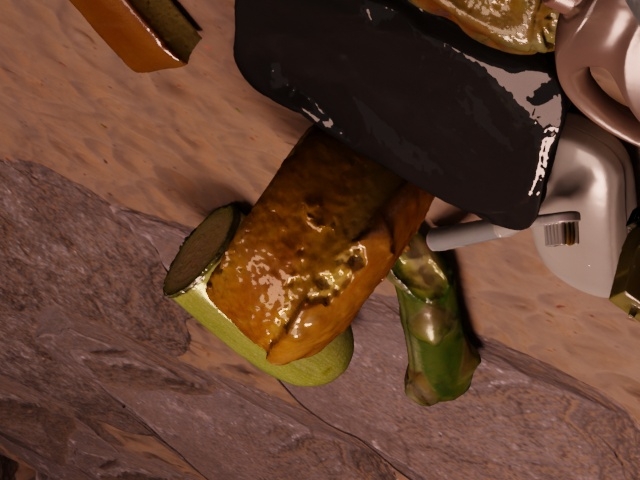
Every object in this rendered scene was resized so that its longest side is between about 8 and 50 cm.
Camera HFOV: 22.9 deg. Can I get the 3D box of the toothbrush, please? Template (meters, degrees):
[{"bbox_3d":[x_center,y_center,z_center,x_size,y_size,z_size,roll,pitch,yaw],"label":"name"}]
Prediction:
[{"bbox_3d":[0.159,-0.007,1.431,0.025,0.030,0.342,-3,180,-15],"label":"toothbrush"}]

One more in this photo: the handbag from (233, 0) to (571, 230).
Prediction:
[{"bbox_3d":[0.054,-0.143,1.300,0.332,0.075,0.191,32,147,19],"label":"handbag"}]

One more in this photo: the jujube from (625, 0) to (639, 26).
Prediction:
[{"bbox_3d":[0.267,-0.168,0.808,0.215,0.246,0.308,-13,141,32],"label":"jujube"}]

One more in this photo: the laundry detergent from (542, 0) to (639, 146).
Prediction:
[{"bbox_3d":[0.225,-0.126,1.078,0.237,0.076,0.171,21,149,-11],"label":"laundry detergent"}]

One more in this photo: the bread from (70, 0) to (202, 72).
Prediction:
[{"bbox_3d":[-0.209,-0.248,1.465,0.088,0.049,0.226,4,144,47],"label":"bread"}]

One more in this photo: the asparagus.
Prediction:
[{"bbox_3d":[0.119,0.089,1.706,0.085,0.082,0.343,35,158,25],"label":"asparagus"}]

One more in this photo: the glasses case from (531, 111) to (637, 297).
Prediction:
[{"bbox_3d":[0.226,-0.027,1.365,0.092,0.059,0.233,24,154,27],"label":"glasses case"}]

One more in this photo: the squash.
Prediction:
[{"bbox_3d":[-0.053,0.080,1.836,0.247,0.132,0.132,39,155,-24],"label":"squash"}]

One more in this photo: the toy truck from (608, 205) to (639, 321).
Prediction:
[{"bbox_3d":[0.367,0.056,1.287,0.257,0.127,0.127,31,155,-8],"label":"toy truck"}]

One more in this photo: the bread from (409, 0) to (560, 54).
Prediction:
[{"bbox_3d":[0.091,-0.206,1.144,0.232,0.088,0.128,28,166,6],"label":"bread"}]

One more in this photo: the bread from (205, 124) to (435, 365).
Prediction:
[{"bbox_3d":[0.000,0.000,1.463,0.146,0.268,0.268,35,157,2],"label":"bread"}]
